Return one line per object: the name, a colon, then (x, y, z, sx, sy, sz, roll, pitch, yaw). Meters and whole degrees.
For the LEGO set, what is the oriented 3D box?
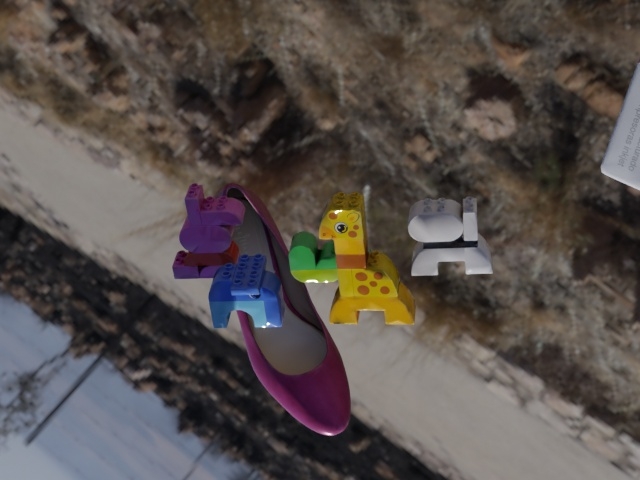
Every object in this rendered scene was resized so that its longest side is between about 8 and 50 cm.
LEGO set: (0.000, 0.000, 0.752, 0.227, 0.087, 0.093, -2, 124, 8)

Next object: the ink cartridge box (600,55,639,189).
ink cartridge box: (0.365, -0.090, 0.785, 0.273, 0.114, 0.197, 28, 126, 24)

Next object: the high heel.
high heel: (-0.035, 0.062, 1.037, 0.117, 0.082, 0.244, 102, 147, -72)
